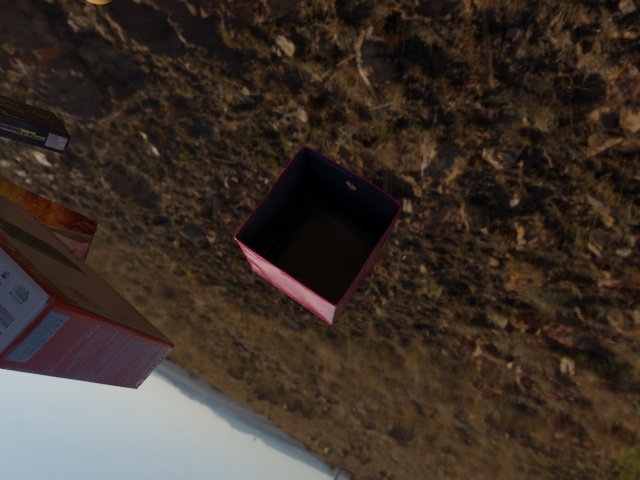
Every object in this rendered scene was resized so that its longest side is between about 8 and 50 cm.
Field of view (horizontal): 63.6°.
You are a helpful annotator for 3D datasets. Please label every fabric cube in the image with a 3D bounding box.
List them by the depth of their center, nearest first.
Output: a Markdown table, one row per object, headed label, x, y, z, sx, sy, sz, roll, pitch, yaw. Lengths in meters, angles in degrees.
| label | x | y | z | sx | sy | sz | roll | pitch | yaw |
| --- | --- | --- | --- | --- | --- | --- | --- | --- | --- |
| fabric cube | 0.000 | 0.000 | 1.150 | 0.254 | 0.259 | 0.258 | 33 | 166 | 11 |

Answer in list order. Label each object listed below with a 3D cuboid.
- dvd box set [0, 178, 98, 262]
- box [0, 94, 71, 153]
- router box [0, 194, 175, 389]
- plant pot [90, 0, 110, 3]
| label | x | y | z | sx | sy | sz | roll | pitch | yaw |
| --- | --- | --- | --- | --- | --- | --- | --- | --- | --- |
| dvd box set | -0.664 | 0.009 | 0.960 | 0.420 | 0.308 | 0.062 | 30 | 139 | -34 |
| box | -0.775 | -0.307 | 1.298 | 0.232 | 0.059 | 0.183 | 16 | -162 | -47 |
| router box | -0.372 | 0.034 | 0.634 | 0.335 | 0.082 | 0.301 | 37 | 168 | 16 |
| plant pot | -0.707 | -0.836 | 1.593 | 0.205 | 0.205 | 0.188 | 32 | 172 | -9 |
